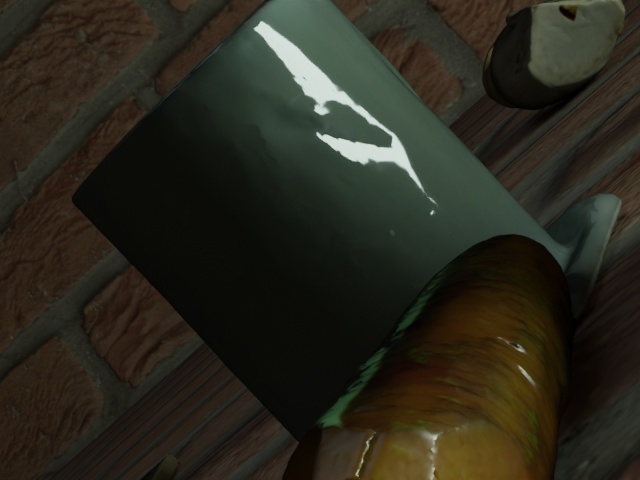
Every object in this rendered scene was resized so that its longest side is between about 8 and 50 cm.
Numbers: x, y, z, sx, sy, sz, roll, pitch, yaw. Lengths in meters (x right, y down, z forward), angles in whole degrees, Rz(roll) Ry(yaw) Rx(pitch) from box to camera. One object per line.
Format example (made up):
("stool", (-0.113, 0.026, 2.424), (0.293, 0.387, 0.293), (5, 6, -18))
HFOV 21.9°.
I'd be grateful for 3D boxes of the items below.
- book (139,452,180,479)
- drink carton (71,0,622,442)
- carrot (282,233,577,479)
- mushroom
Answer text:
("book", (-0.217, 0.272, 1.355), (0.242, 0.018, 0.170), (-42, 2, 3))
("drink carton", (0.000, 0.000, 0.744), (0.191, 0.189, 0.185), (-42, 8, 25))
("carrot", (0.043, 0.051, 0.519), (0.070, 0.070, 0.260), (-42, 1, 18))
("mushroom", (0.207, -0.173, 1.554), (0.247, 0.096, 0.108), (133, 159, -80))
